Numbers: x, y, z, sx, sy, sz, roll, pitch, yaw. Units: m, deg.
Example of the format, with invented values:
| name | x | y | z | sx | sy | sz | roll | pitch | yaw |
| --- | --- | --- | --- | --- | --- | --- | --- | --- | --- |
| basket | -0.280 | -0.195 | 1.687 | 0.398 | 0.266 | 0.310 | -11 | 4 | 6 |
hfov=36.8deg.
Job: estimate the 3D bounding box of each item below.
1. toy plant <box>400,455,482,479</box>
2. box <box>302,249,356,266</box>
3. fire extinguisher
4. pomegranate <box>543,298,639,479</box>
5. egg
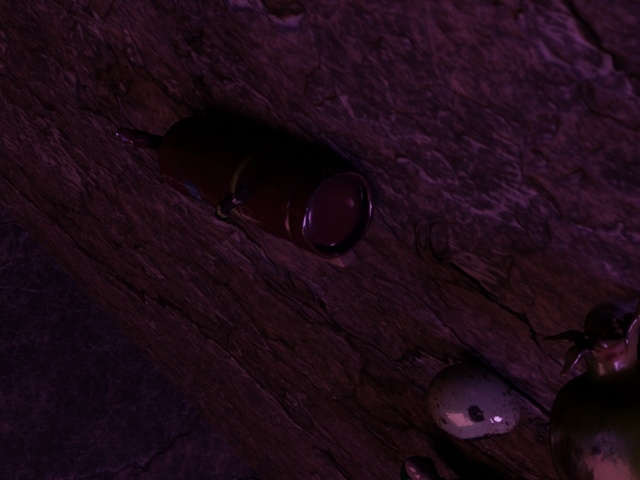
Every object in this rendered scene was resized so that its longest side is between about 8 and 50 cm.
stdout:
| name | x | y | z | sx | sy | sz | roll | pitch | yaw |
| --- | --- | --- | --- | --- | --- | --- | --- | --- | --- |
| toy plant | 0.219 | 0.404 | 1.376 | 0.233 | 0.112 | 0.243 | 24 | 157 | 47 |
| box | 0.000 | 0.000 | 1.149 | 0.083 | 0.024 | 0.053 | 13 | 143 | 52 |
| fire extinguisher | -0.100 | -0.074 | 1.065 | 0.341 | 0.105 | 0.141 | 23 | -178 | 44 |
| pomegranate | 0.250 | 0.148 | 0.802 | 0.169 | 0.148 | 0.148 | 54 | 159 | -4 |
| egg | 0.172 | 0.184 | 1.083 | 0.110 | 0.085 | 0.085 | 20 | 150 | 29 |
